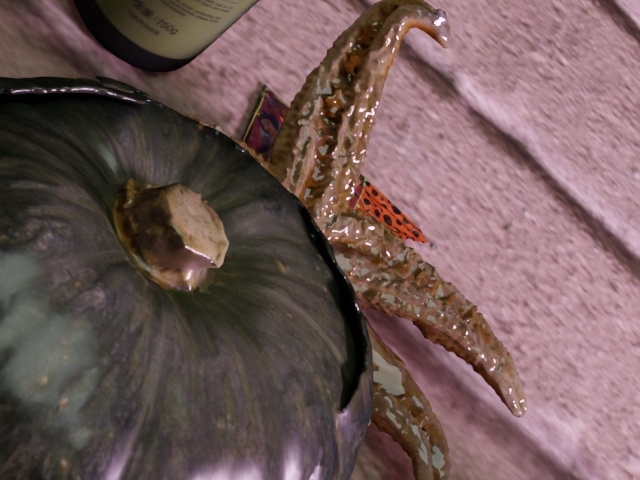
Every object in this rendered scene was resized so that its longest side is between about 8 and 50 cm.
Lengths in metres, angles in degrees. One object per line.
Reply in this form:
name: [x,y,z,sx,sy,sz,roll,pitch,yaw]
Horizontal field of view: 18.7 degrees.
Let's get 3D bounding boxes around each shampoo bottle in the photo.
shampoo bottle: [-0.034,-0.212,1.155,0.101,0.284,0.101,26,45,-30]

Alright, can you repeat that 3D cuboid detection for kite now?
kite: [-0.017,-0.049,1.277,0.222,0.008,0.125,-1,61,-46]

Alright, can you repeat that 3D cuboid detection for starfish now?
starfish: [-0.006,-0.001,1.175,0.375,0.094,0.327,23,72,-34]

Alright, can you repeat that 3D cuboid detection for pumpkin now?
pumpkin: [-0.135,0.066,0.875,0.291,0.257,0.328,50,32,4]
